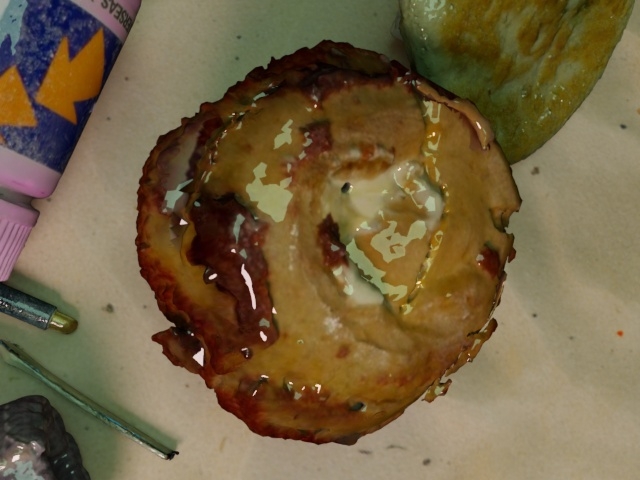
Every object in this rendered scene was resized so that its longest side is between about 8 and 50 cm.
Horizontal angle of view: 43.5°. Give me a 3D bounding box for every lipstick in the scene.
[{"bbox_3d":[-0.283,0.060,0.747,0.116,0.037,0.037,25,74,-6],"label":"lipstick"}]

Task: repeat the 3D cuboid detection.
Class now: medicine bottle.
[{"bbox_3d":[-0.291,-0.127,0.693,0.178,0.178,0.290,23,85,-3],"label":"medicine bottle"}]

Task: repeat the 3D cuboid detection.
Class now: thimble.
[{"bbox_3d":[-0.249,0.207,0.659,0.098,0.150,0.150,-25,82,-11],"label":"thimble"}]

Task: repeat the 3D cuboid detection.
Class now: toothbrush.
[{"bbox_3d":[-0.259,0.124,0.739,0.294,0.026,0.028,28,92,-1],"label":"toothbrush"}]

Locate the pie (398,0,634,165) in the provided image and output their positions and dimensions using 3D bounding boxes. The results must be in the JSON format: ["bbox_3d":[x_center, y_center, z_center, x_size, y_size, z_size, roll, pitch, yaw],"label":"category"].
[{"bbox_3d":[0.199,-0.219,0.797,0.323,0.323,0.071,-40,42,-16],"label":"pie"}]

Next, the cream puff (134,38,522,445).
[{"bbox_3d":[-0.004,-0.003,0.705,0.351,0.229,0.350,0,89,-30],"label":"cream puff"}]

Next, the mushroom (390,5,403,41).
[{"bbox_3d":[0.187,-0.306,0.883,0.118,0.103,0.270,33,65,2],"label":"mushroom"}]
